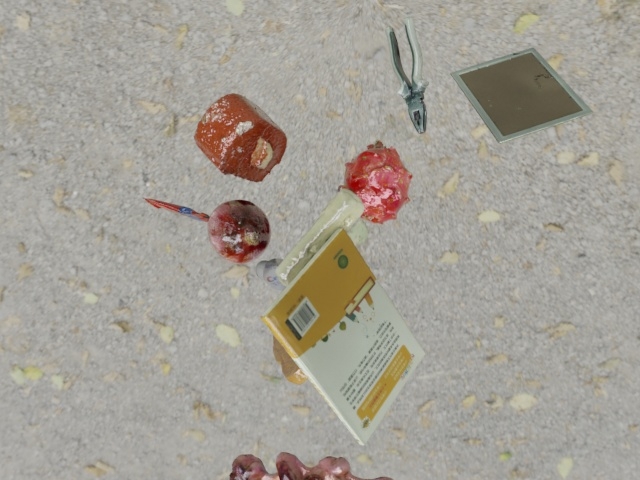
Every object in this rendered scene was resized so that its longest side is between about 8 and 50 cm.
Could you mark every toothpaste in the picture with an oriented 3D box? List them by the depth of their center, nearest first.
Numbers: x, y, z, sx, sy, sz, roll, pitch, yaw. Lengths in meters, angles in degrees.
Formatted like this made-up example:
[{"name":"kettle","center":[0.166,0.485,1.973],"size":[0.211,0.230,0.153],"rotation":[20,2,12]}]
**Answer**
[{"name":"toothpaste","center":[-0.052,0.081,1.349],"size":[0.099,0.282,0.068],"rotation":[6,95,-33]}]

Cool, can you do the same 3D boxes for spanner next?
[{"name":"spanner","center":[0.245,-0.445,1.786],"size":[0.096,0.040,0.325],"rotation":[-16,79,36]}]

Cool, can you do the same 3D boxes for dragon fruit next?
[{"name":"dragon fruit","center":[0.165,-0.176,1.908],"size":[0.205,0.268,0.210],"rotation":[15,154,-12]}]

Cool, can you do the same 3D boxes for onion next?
[{"name":"onion","center":[-0.186,-0.017,1.550],"size":[0.159,0.195,0.159],"rotation":[-4,101,-20]}]

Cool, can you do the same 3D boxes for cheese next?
[{"name":"cheese","center":[0.000,0.000,1.097],"size":[0.194,0.043,0.065],"rotation":[-53,143,10]}]

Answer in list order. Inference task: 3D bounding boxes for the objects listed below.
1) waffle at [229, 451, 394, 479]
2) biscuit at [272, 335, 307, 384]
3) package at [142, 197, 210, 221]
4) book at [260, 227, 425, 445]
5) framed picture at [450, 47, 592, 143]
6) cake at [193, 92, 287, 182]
[{"name":"waffle","center":[-0.010,0.301,0.586],"size":[0.234,0.055,0.221],"rotation":[10,87,13]},{"name":"biscuit","center":[-0.016,0.189,1.646],"size":[0.057,0.351,0.312],"rotation":[31,90,-21]},{"name":"package","center":[-0.372,-0.080,1.739],"size":[0.200,0.083,0.022],"rotation":[14,82,25]},{"name":"book","center":[0.050,0.156,1.065],"size":[0.020,0.208,0.295],"rotation":[-4,127,50]},{"name":"framed picture","center":[0.443,-0.330,1.478],"size":[0.216,0.273,0.016],"rotation":[-18,139,-1]},{"name":"cake","center":[-0.205,-0.275,1.770],"size":[0.177,0.283,0.151],"rotation":[-48,66,15]}]
